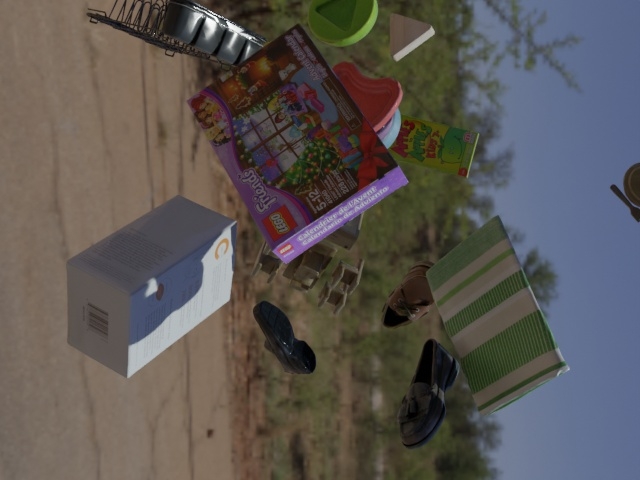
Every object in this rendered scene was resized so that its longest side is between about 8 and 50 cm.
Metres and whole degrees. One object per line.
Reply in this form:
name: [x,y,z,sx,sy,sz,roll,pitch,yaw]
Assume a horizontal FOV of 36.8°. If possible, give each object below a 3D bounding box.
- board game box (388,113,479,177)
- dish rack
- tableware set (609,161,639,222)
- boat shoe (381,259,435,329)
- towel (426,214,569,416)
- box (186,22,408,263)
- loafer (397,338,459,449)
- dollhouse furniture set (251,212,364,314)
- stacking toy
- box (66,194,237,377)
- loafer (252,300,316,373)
board game box: [0.218,-0.191,1.931,0.043,0.181,0.092,-9,114,-80]
dish rack: [-0.251,-0.356,1.620,0.208,0.272,0.074,18,92,-51]
tableware set: [0.602,-0.052,1.676,0.194,0.128,0.039,53,-13,11]
boat shoe: [0.226,0.145,2.321,0.104,0.111,0.307,-52,174,-23]
towel: [0.336,0.152,1.880,0.248,0.038,0.324,-44,-121,46]
box: [-0.038,-0.139,1.329,0.293,0.201,0.057,58,5,29]
loafer: [0.198,0.296,1.883,0.084,0.096,0.267,56,33,-16]
dollhouse furniture set: [0.000,0.000,2.092,0.242,0.212,0.161,-57,-169,41]
stacking toy: [0.056,-0.307,1.755,0.279,0.309,0.130,-52,151,0]
box: [-0.345,0.086,1.991,0.345,0.168,0.215,-38,145,-49]
loafer: [-0.075,0.177,1.681,0.170,0.061,0.062,57,31,-25]
